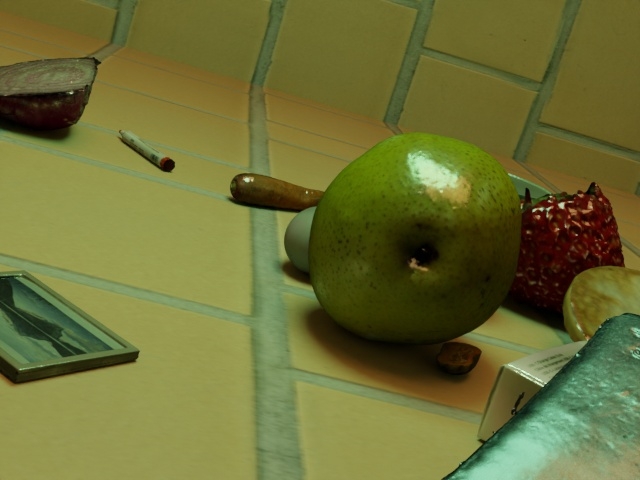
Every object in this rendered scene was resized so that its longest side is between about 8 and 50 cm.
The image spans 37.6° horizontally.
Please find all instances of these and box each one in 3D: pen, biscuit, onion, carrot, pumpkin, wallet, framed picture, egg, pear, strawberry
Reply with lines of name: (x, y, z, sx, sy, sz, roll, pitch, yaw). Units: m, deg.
pen: (-0.341, -0.179, 1.815, 0.026, 0.026, 0.218, 5, 19, -40)
biscuit: (0.448, 0.143, 1.361, 0.205, 0.040, 0.309, 11, 37, -16)
onion: (-0.536, -0.263, 1.772, 0.248, 0.111, 0.250, -6, 28, -2)
carrot: (-0.060, -0.083, 1.736, 0.248, 0.059, 0.059, 9, 17, -38)
pumpkin: (0.172, 0.153, 1.187, 0.050, 0.028, 0.083, 11, 14, 24)
wallet: (0.267, 0.189, 0.853, 0.191, 0.046, 0.379, 25, 42, 33)
framed picture: (-0.302, 0.080, 0.948, 0.203, 0.015, 0.150, 27, 17, 33)
egg: (0.000, 0.000, 1.401, 0.103, 0.103, 0.135, 21, 13, 15)
pear: (0.121, 0.002, 1.199, 0.294, 0.294, 0.294, 16, 15, -4)
strawberry: (0.396, 0.030, 1.586, 0.261, 0.257, 0.261, -10, 3, 1)

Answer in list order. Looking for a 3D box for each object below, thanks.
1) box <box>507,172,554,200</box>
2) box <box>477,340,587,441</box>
box: (0.336, -0.054, 1.880, 0.226, 0.149, 0.226, 16, 15, -4)
box: (0.332, 0.211, 1.010, 0.252, 0.106, 0.203, 29, 21, 34)
